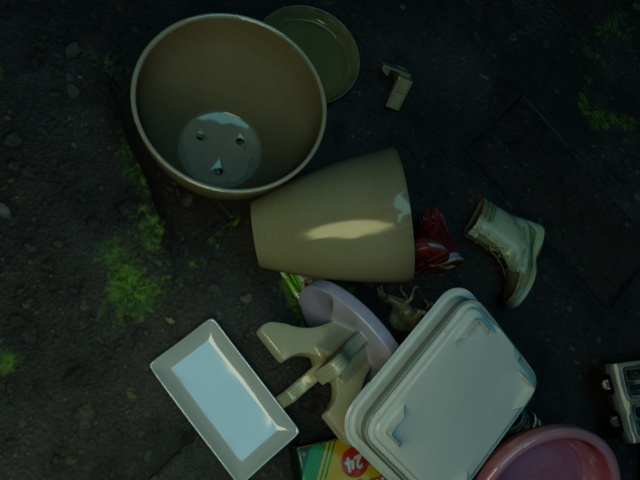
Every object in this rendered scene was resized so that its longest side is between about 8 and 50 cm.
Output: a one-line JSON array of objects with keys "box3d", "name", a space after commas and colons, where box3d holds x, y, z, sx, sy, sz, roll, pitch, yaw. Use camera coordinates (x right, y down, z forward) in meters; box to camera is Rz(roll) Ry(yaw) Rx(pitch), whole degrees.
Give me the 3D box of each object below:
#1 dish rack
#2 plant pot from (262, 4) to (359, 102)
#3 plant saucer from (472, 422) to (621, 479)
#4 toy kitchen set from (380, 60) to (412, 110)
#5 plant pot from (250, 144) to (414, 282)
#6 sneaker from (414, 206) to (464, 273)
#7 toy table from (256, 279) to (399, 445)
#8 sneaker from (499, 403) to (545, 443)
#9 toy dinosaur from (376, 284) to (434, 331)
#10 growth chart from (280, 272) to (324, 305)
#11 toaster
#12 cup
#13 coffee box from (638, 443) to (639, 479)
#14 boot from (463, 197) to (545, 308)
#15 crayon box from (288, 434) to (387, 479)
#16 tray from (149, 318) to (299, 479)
[{"box3d": [0.227, 0.278, 1.055, 0.333, 0.072, 0.285, -48, 112, -15], "name": "dish rack"}, {"box3d": [-0.031, -0.400, 1.350, 0.236, 0.032, 0.237, 4, 76, -15], "name": "plant pot"}, {"box3d": [0.399, 0.483, 1.155, 0.332, 0.084, 0.332, -5, 105, -18], "name": "plant saucer"}, {"box3d": [0.155, -0.351, 1.389, 0.068, 0.075, 0.083, 17, 32, -14], "name": "toy kitchen set"}, {"box3d": [0.015, -0.032, 1.153, 0.273, 0.256, 0.257, -8, 77, 0], "name": "plant pot"}, {"box3d": [0.210, -0.006, 1.248, 0.087, 0.221, 0.128, -28, 69, 19], "name": "sneaker"}, {"box3d": [0.024, 0.218, 1.106, 0.274, 0.252, 0.161, 43, 53, 14], "name": "toy table"}, {"box3d": [0.385, 0.376, 1.213, 0.302, 0.121, 0.108, 33, 70, -5], "name": "sneaker"}, {"box3d": [0.189, 0.155, 1.265, 0.092, 0.053, 0.183, -38, 80, -5], "name": "toy dinosaur"}, {"box3d": [0.000, 0.000, 1.261, 0.237, 0.021, 0.172, -36, 86, -21], "name": "growth chart"}, {"box3d": [0.686, 0.325, 1.277, 0.185, 0.110, 0.168, -12, 78, 19], "name": "toaster"}, {"box3d": [-0.175, -0.208, 1.151, 0.330, 0.237, 0.331, 4, 74, -13], "name": "cup"}, {"box3d": [0.730, 0.541, 1.255, 0.098, 0.141, 0.247, 13, 72, -11], "name": "coffee box"}, {"box3d": [0.382, 0.026, 1.328, 0.165, 0.077, 0.213, 26, 66, -8], "name": "boot"}, {"box3d": [0.071, 0.512, 1.115, 0.202, 0.081, 0.319, -7, 78, -17], "name": "crayon box"}, {"box3d": [-0.175, 0.290, 1.132, 0.145, 0.030, 0.270, -37, 88, -20], "name": "tray"}]
